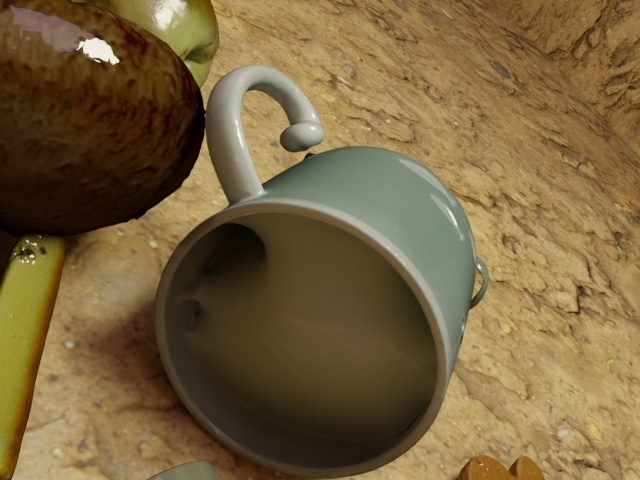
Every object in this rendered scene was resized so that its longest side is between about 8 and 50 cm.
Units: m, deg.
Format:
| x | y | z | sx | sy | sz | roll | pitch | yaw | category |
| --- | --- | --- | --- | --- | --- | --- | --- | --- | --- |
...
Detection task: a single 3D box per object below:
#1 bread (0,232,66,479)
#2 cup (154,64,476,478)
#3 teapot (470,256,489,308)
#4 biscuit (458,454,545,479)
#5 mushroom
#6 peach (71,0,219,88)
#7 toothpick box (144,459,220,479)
| x | y | z | sx | sy | sz | roll | pitch | yaw | category |
| --- | --- | --- | --- | --- | --- | --- | --- | --- | --- |
| -0.239 | 0.093 | 0.552 | 0.049 | 0.088 | 0.226 | 21 | 35 | -23 | bread |
| 0.000 | 0.000 | 0.718 | 0.357 | 0.259 | 0.274 | 69 | 25 | -11 | cup |
| 0.133 | -0.004 | 1.001 | 0.162 | 0.149 | 0.239 | -14 | 59 | -46 | teapot |
| 0.248 | 0.325 | 0.833 | 0.250 | 0.036 | 0.165 | 34 | 31 | -18 | biscuit |
| -0.254 | -0.181 | 0.664 | 0.334 | 0.331 | 0.356 | 11 | 70 | 7 | mushroom |
| -0.245 | -0.260 | 0.884 | 0.235 | 0.214 | 0.214 | 32 | 31 | 1 | peach |
| -0.078 | 0.255 | 0.494 | 0.111 | 0.111 | 0.181 | -3 | 51 | -49 | toothpick box |
